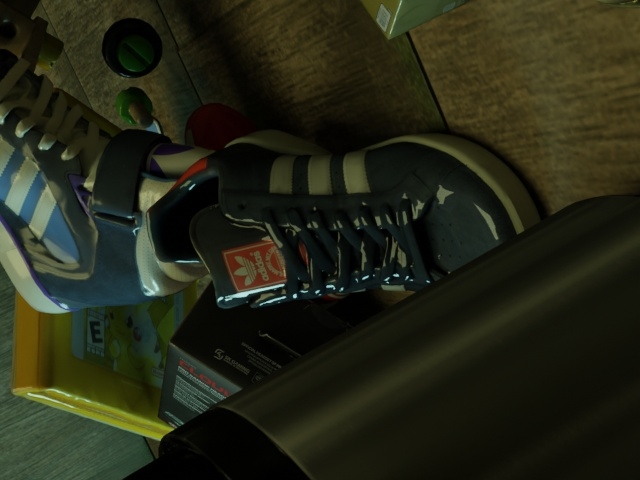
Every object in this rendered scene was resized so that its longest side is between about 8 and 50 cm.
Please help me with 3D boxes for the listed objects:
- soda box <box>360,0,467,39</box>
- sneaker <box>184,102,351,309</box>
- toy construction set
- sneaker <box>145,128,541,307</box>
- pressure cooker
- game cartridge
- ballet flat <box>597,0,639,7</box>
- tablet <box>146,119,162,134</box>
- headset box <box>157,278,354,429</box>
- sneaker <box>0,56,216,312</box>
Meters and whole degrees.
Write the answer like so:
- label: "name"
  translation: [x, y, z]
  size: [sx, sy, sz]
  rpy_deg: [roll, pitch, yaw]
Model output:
- label: "soda box"
  translation: [0.063, -0.191, 0.704]
  size: [0.058, 0.061, 0.181]
  rpy_deg: [57, 161, 15]
- label: "sneaker"
  translation: [-0.027, -0.045, 1.141]
  size: [0.221, 0.087, 0.128]
  rpy_deg: [51, 153, -5]
- label: "toy construction set"
  translation: [-0.321, -0.270, 1.263]
  size: [0.237, 0.309, 0.257]
  rpy_deg: [-128, 44, -58]
- label: "sneaker"
  translation: [0.000, 0.000, 0.931]
  size: [0.350, 0.148, 0.131]
  rpy_deg: [7, 120, 51]
- label: "pressure cooker"
  translation: [0.086, 0.211, 0.639]
  size: [0.375, 0.421, 0.369]
  rpy_deg: [16, 130, 64]
- label: "game cartridge"
  translation: [-0.218, 0.036, 1.370]
  size: [0.285, 0.053, 0.323]
  rpy_deg: [34, -130, -58]
- label: "ballet flat"
  translation: [0.148, -0.131, 0.554]
  size: [0.213, 0.068, 0.072]
  rpy_deg: [23, 137, 62]
- label: "tablet"
  translation: [-0.200, -0.118, 1.578]
  size: [0.054, 0.006, 0.083]
  rpy_deg: [36, 147, 53]
- label: "headset box"
  translation: [-0.035, 0.147, 1.225]
  size: [0.218, 0.110, 0.293]
  rpy_deg: [32, 156, 4]
- label: "sneaker"
  translation: [-0.206, -0.087, 1.118]
  size: [0.322, 0.236, 0.130]
  rpy_deg: [65, -154, -24]
